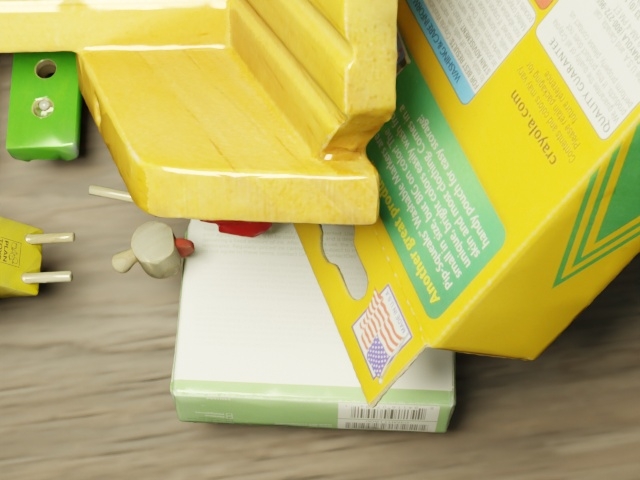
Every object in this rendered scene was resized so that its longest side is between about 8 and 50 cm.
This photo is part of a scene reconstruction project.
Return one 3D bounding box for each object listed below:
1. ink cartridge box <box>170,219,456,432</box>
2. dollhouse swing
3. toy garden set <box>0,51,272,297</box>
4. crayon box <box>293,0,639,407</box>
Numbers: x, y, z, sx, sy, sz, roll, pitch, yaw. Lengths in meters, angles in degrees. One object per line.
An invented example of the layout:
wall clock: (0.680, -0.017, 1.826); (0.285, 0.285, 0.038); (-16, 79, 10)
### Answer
ink cartridge box: (0.000, 0.000, 0.952); (0.171, 0.056, 0.235); (2, 64, 1)
dollhouse swing: (-0.155, -0.200, 0.730); (0.305, 0.315, 0.347); (-8, 118, -15)
toy garden set: (-0.135, -0.054, 0.933); (0.244, 0.049, 0.204); (-2, 69, 4)
crayon box: (0.108, -0.086, 0.773); (0.323, 0.083, 0.203); (-51, 46, 33)
